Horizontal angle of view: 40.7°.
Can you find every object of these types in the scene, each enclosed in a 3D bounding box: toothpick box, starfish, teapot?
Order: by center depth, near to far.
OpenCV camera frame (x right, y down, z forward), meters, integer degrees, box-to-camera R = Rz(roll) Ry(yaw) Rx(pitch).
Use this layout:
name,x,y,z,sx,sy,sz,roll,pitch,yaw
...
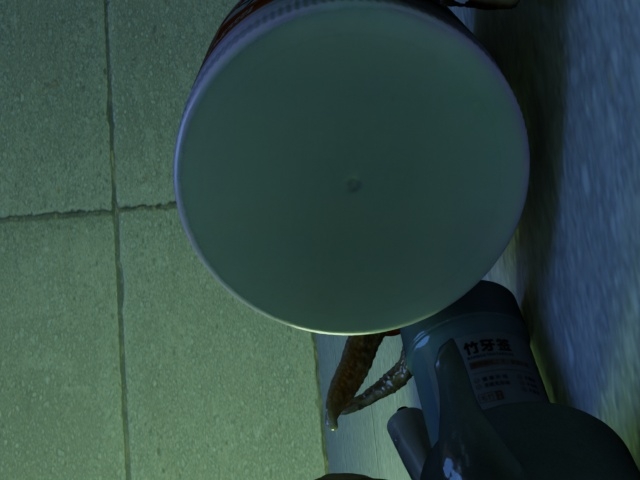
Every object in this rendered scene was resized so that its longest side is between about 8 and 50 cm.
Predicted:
name,x,y,z,sx,sy,sz,roll,pitch,yaw
teapot,0.126,0.169,0.504,0.239,0.163,0.149,55,-163,-23
toothpick box,0.124,0.119,0.662,0.101,0.101,0.153,91,171,-48
starfish,0.038,0.015,0.997,0.384,0.132,0.397,-15,-82,-58

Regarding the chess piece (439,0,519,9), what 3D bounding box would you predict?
name,x,y,z,sx,sy,sz,roll,pitch,yaw
chess piece,0.101,-0.308,0.548,0.137,0.137,0.300,-105,24,-64

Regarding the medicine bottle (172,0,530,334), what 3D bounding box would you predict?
name,x,y,z,sx,sy,sz,roll,pitch,yaw
medicine bottle,0.020,-0.087,0.698,0.241,0.253,0.252,-95,2,-65

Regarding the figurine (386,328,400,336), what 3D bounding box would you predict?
name,x,y,z,sx,sy,sz,roll,pitch,yaw
figurine,0.092,0.081,1.216,0.140,0.068,0.075,-115,23,-58

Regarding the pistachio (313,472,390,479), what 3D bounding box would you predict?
name,x,y,z,sx,sy,sz,roll,pitch,yaw
pistachio,0.054,0.411,1.093,0.238,0.229,0.321,43,-178,0

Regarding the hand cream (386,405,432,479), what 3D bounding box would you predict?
name,x,y,z,sx,sy,sz,roll,pitch,yaw
hand cream,0.129,0.280,1.067,0.186,0.054,0.087,-112,8,-48
